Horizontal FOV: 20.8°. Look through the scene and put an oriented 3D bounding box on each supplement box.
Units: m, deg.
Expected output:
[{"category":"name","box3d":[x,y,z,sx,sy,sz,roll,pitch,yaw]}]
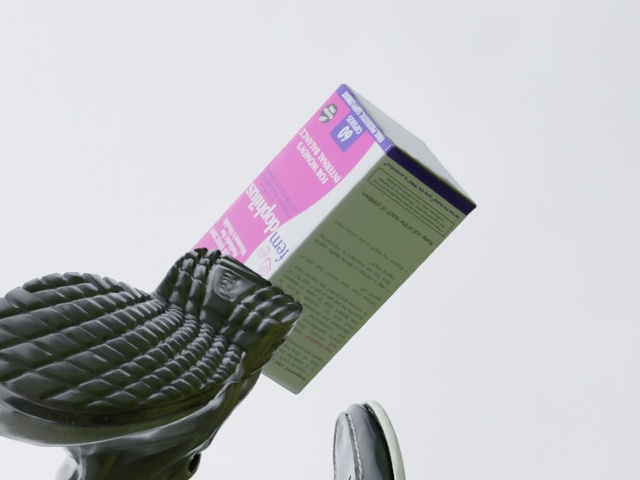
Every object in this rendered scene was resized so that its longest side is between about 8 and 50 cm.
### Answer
[{"category":"supplement box","box3d":[0.000,0.000,1.433,0.114,0.111,0.220,33,-76,-38]}]

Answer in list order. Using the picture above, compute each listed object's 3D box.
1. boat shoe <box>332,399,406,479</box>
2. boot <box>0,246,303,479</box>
[{"category":"boat shoe","box3d":[0.023,0.301,1.663,0.127,0.113,0.340,108,160,-56]},{"category":"boot","box3d":[-0.134,0.134,1.058,0.223,0.118,0.338,-60,-19,15]}]
